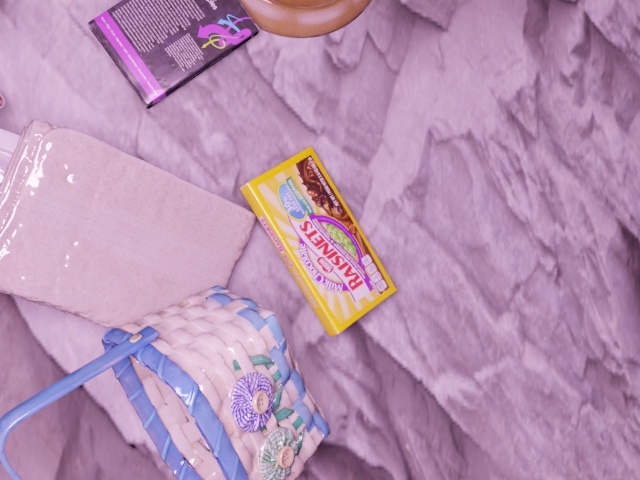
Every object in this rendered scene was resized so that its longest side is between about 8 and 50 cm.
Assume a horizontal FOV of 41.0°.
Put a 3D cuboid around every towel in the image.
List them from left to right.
[{"bbox_3d":[-0.217,0.003,0.929,0.282,0.049,0.187,26,81,-31],"label":"towel"}]

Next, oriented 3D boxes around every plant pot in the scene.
[{"bbox_3d":[-0.029,-0.368,1.046,0.236,0.032,0.236,1,85,-14],"label":"plant pot"}]

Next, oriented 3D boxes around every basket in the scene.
[{"bbox_3d":[-0.150,0.196,0.865,0.289,0.201,0.255,-36,122,-22],"label":"basket"}]

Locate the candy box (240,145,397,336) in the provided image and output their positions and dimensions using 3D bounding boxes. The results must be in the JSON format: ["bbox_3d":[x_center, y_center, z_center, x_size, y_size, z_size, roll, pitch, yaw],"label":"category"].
[{"bbox_3d":[0.000,0.000,1.016,0.105,0.027,0.206,-34,94,-29],"label":"candy box"}]

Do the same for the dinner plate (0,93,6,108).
[{"bbox_3d":[-0.400,-0.167,0.892,0.141,0.141,0.017,26,105,-11],"label":"dinner plate"}]

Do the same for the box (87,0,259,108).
[{"bbox_3d":[-0.169,-0.246,0.997,0.162,0.029,0.116,-35,95,-6],"label":"box"}]

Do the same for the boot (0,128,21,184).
[{"bbox_3d":[-0.389,-0.068,0.899,0.258,0.095,0.123,19,82,-17],"label":"boot"}]
